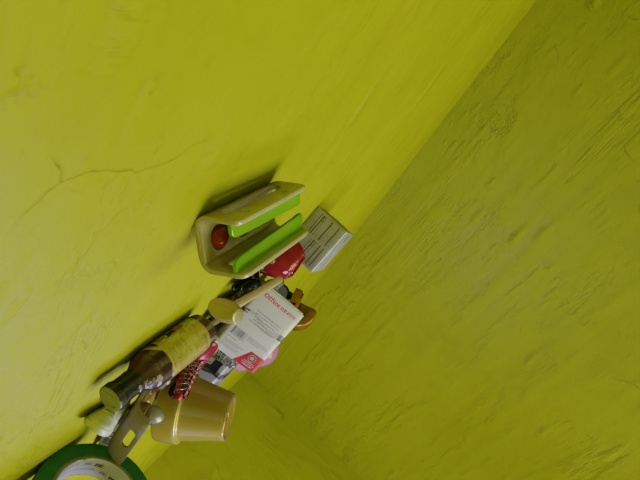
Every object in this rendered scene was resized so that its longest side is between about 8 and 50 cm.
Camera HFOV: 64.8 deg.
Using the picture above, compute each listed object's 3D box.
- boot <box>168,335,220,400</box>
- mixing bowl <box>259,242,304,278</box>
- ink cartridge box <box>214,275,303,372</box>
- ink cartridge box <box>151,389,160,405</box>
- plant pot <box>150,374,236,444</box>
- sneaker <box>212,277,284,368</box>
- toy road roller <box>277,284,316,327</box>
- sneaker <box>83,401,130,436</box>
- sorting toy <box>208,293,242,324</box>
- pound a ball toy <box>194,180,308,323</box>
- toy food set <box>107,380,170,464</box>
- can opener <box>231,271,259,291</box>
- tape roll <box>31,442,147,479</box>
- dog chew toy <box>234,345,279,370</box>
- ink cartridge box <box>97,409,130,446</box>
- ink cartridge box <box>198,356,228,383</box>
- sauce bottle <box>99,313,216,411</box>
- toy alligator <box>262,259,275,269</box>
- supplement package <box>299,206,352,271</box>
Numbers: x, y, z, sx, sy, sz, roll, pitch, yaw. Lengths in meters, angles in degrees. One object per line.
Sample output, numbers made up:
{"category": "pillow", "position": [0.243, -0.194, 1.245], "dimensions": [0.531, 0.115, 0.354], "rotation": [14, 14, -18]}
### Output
{"category": "boot", "position": [-0.408, 0.414, 1.621], "dimensions": [0.244, 0.088, 0.176], "rotation": [-46, -156, 37]}
{"category": "mixing bowl", "position": [-0.119, 0.066, 1.744], "dimensions": [0.181, 0.098, 0.181], "rotation": [-54, 174, -9]}
{"category": "ink cartridge box", "position": [-0.226, 0.291, 1.768], "dimensions": [0.273, 0.197, 0.114], "rotation": [-48, -154, -3]}
{"category": "ink cartridge box", "position": [-0.600, 0.605, 1.825], "dimensions": [0.104, 0.060, 0.180], "rotation": [-57, 173, -8]}
{"category": "plant pot", "position": [-0.434, 0.600, 1.781], "dimensions": [0.254, 0.239, 0.253], "rotation": [11, 90, -86]}
{"category": "sneaker", "position": [-0.262, 0.320, 1.923], "dimensions": [0.410, 0.182, 0.158], "rotation": [-47, 172, -15]}
{"category": "toy road roller", "position": [-0.164, 0.372, 2.322], "dimensions": [0.202, 0.241, 0.329], "rotation": [108, 7, -70]}
{"category": "sneaker", "position": [-0.563, 0.457, 1.360], "dimensions": [0.094, 0.080, 0.212], "rotation": [-53, -177, -9]}
{"category": "sorting toy", "position": [-0.305, 0.221, 1.633], "dimensions": [0.275, 0.046, 0.132], "rotation": [-36, 176, 19]}
{"category": "pound a ball toy", "position": [-0.155, 0.011, 1.089], "dimensions": [0.319, 0.136, 0.208], "rotation": [-38, 131, -54]}
{"category": "toy food set", "position": [-0.496, 0.479, 1.499], "dimensions": [0.219, 0.092, 0.306], "rotation": [-53, -171, 26]}
{"category": "can opener", "position": [-0.247, 0.139, 1.643], "dimensions": [0.059, 0.073, 0.186], "rotation": [-7, -174, 15]}
{"category": "tape roll", "position": [-0.601, 0.690, 1.317], "dimensions": [0.077, 0.321, 0.321], "rotation": [-52, 172, 16]}
{"category": "dog chew toy", "position": [-0.360, 0.583, 2.633], "dimensions": [0.206, 0.206, 0.332], "rotation": [-52, 164, 21]}
{"category": "ink cartridge box", "position": [-0.662, 0.600, 1.658], "dimensions": [0.145, 0.045, 0.179], "rotation": [-55, -172, 34]}
{"category": "ink cartridge box", "position": [-0.422, 0.495, 2.072], "dimensions": [0.307, 0.129, 0.223], "rotation": [-48, 173, -7]}
{"category": "sauce bottle", "position": [-0.415, 0.312, 1.315], "dimensions": [0.111, 0.111, 0.344], "rotation": [-54, 171, 31]}
{"category": "toy alligator", "position": [-0.155, 0.018, 1.575], "dimensions": [0.189, 0.056, 0.051], "rotation": [-57, -149, 39]}
{"category": "supplement package", "position": [0.000, 0.000, 1.973], "dimensions": [0.204, 0.145, 0.262], "rotation": [-49, 173, 4]}
